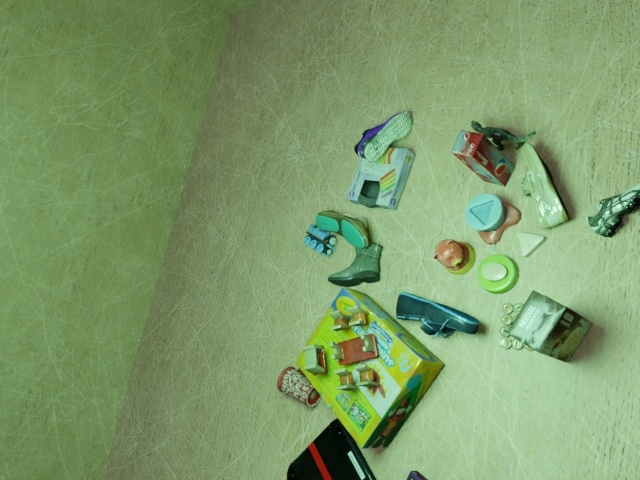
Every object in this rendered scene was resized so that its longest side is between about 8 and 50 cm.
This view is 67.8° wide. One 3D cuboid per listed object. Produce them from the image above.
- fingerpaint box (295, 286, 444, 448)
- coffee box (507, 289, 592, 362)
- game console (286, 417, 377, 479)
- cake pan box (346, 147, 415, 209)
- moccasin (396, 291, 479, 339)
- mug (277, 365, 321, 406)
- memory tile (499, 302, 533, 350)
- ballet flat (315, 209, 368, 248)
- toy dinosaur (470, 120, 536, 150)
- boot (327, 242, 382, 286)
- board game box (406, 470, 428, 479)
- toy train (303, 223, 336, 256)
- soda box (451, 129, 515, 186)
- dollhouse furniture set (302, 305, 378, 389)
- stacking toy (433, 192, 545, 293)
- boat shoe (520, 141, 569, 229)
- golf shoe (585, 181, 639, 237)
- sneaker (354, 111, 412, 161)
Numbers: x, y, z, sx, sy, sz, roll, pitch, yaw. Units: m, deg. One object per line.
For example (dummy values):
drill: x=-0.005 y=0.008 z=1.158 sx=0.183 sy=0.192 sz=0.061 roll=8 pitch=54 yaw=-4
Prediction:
fingerpaint box: x=0.161 y=0.448 z=1.735 sx=0.444 sy=0.163 sz=0.371 roll=40 pitch=102 yaw=45
coffee box: x=0.633 y=0.240 z=1.307 sx=0.098 sy=0.246 sz=0.141 roll=34 pitch=97 yaw=46
game console: x=0.052 y=0.906 z=1.732 sx=0.342 sy=0.060 sz=0.387 roll=-48 pitch=47 yaw=11
cake pan box: x=0.251 y=-0.263 z=2.024 sx=0.245 sy=0.070 sz=0.267 roll=16 pitch=84 yaw=48
moccasin: x=0.395 y=0.273 z=1.631 sx=0.342 sy=0.137 sz=0.117 roll=15 pitch=88 yaw=60
mug: x=-0.076 y=0.584 z=1.947 sx=0.169 sy=0.113 sz=0.151 roll=17 pitch=87 yaw=43
memory tile: x=0.615 y=0.267 z=1.483 sx=0.113 sy=0.012 sz=0.148 roll=-5 pitch=70 yaw=43
ballet flat: x=0.120 y=-0.063 z=2.031 sx=0.342 sy=0.124 sz=0.116 roll=23 pitch=130 yaw=51
toy dinosaur: x=0.636 y=-0.355 z=1.650 sx=0.268 sy=0.118 sz=0.064 roll=28 pitch=86 yaw=48
boot: x=0.147 y=0.100 z=1.972 sx=0.246 sy=0.083 sz=0.161 roll=-12 pitch=58 yaw=35
board game box: x=0.295 y=0.937 z=1.483 sx=0.208 sy=0.056 sz=0.347 roll=27 pitch=92 yaw=51
toy train: x=0.000 y=0.000 z=2.146 sx=0.184 sy=0.080 sz=0.105 roll=30 pitch=89 yaw=47
soda box: x=0.548 y=-0.272 z=1.596 sx=0.092 sy=0.263 sz=0.084 roll=28 pitch=94 yaw=47
dollhouse furniture set: x=0.078 y=0.392 z=1.657 sx=0.258 sy=0.135 sz=0.262 roll=-20 pitch=60 yaw=25
stacking toy: x=0.544 y=0.008 z=1.577 sx=0.309 sy=0.130 sz=0.279 roll=-56 pitch=44 yaw=11
boat shoe: x=0.695 y=-0.180 z=1.533 sx=0.098 sy=0.109 sz=0.303 roll=-28 pitch=61 yaw=31
golf shoe: x=0.853 y=-0.107 z=1.368 sx=0.198 sy=0.077 sz=0.094 roll=-51 pitch=45 yaw=14
sneaker: x=0.253 y=-0.453 z=2.015 sx=0.293 sy=0.102 sz=0.146 roll=-41 pitch=35 yaw=-17
